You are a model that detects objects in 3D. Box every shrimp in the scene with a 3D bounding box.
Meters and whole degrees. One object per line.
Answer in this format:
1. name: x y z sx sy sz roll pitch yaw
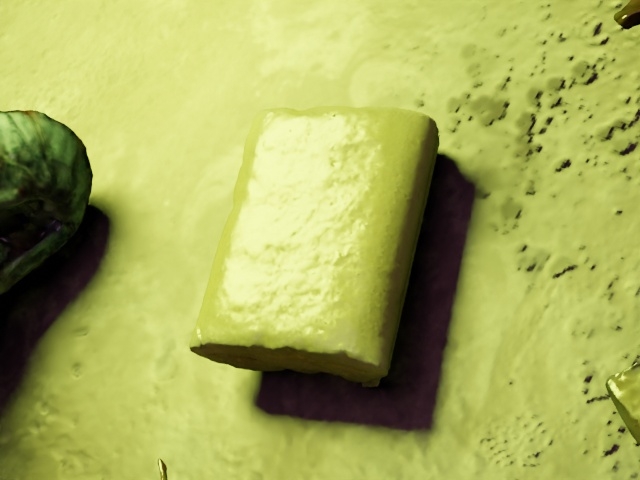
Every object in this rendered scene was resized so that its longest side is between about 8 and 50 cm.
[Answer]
1. shrimp: -0.303 0.053 1.105 0.372 0.137 0.172 -44 39 -4

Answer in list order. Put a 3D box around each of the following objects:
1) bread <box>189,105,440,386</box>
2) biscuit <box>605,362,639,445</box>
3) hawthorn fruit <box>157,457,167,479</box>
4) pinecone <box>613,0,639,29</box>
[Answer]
1. bread: 0.001 0.000 1.046 0.140 0.060 0.178 4 66 25
2. biscuit: 0.303 0.092 0.874 0.290 0.038 0.141 -17 59 16
3. hawthorn fruit: -0.110 0.227 0.942 0.163 0.162 0.203 22 57 32
4. pinecone: 0.264 -0.187 0.946 0.229 0.201 0.202 -26 23 45
